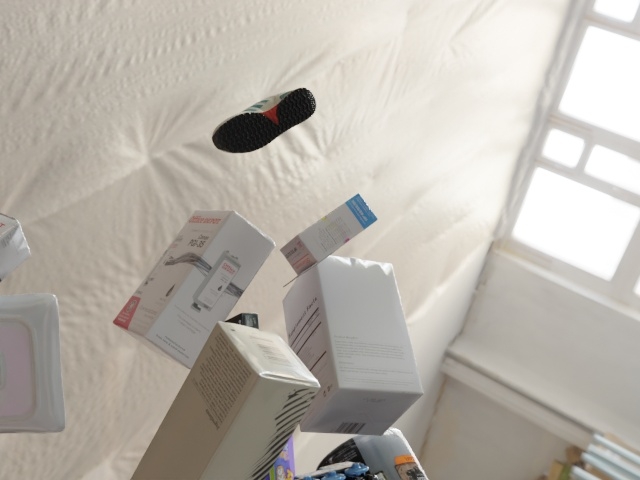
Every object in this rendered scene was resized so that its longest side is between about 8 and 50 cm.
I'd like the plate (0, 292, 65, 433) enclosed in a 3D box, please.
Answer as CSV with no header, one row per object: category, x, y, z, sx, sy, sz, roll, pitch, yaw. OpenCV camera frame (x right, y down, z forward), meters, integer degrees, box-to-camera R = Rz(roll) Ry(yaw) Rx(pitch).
plate,-0.638,0.244,1.559,0.045,0.277,0.278,-89,-2,-84

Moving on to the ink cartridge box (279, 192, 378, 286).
ink cartridge box,0.000,0.000,1.415,0.181,0.062,0.104,-35,-1,-26

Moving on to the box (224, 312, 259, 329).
box,-0.218,0.318,2.166,0.051,0.175,0.221,4,-109,-32

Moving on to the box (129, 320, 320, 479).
box,-0.121,0.238,0.925,0.094,0.113,0.275,18,-72,-41

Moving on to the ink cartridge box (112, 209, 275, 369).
ink cartridge box,-0.240,0.082,1.541,0.117,0.207,0.283,41,-107,-24

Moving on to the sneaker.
sneaker,-0.086,-0.168,1.164,0.161,0.075,0.057,-30,-75,-18

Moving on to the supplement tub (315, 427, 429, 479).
supplement tub,0.143,0.552,1.571,0.207,0.338,0.207,-21,-33,-14

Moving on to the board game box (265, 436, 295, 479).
board game box,-0.163,0.541,1.676,0.078,0.233,0.348,14,-113,-57

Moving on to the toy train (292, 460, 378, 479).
toy train,0.008,0.423,1.370,0.184,0.105,0.080,-5,-97,-33

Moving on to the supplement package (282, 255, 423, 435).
supplement package,0.052,0.197,1.545,0.177,0.293,0.175,9,-41,-23

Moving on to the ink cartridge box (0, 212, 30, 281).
ink cartridge box,-0.669,0.039,1.488,0.219,0.160,0.093,-50,-30,-39
